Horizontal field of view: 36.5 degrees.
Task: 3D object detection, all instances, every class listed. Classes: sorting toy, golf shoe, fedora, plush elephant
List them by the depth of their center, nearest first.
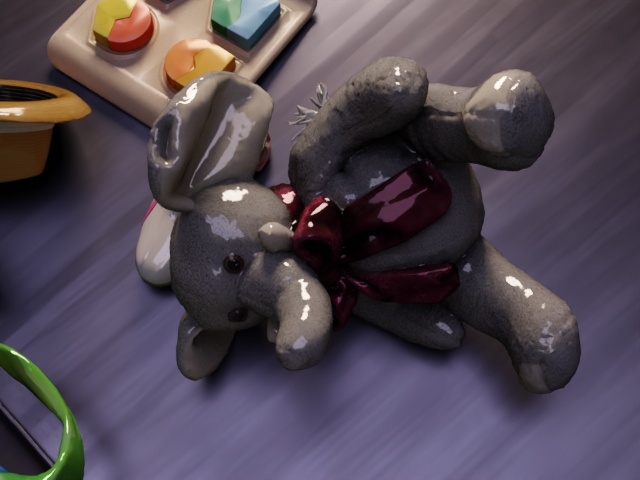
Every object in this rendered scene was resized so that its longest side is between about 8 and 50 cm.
[{"bbox_3d":[0.000,0.000,0.749,0.255,0.272,0.330,-32,42,-23],"label":"plush elephant"},{"bbox_3d":[-0.110,-0.047,0.858,0.067,0.086,0.186,27,74,11],"label":"golf shoe"},{"bbox_3d":[-0.306,-0.098,0.870,0.194,0.194,0.079,7,107,5],"label":"fedora"},{"bbox_3d":[-0.135,-0.213,0.946,0.193,0.038,0.208,32,74,13],"label":"sorting toy"}]

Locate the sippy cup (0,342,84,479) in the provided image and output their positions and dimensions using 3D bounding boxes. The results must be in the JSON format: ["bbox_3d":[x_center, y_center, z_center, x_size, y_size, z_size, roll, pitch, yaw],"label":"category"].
[{"bbox_3d":[-0.343,0.210,0.709,0.224,0.305,0.240,36,119,25],"label":"sippy cup"}]
